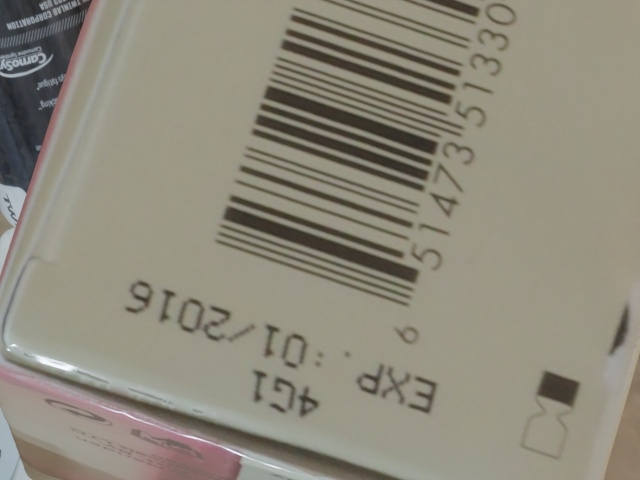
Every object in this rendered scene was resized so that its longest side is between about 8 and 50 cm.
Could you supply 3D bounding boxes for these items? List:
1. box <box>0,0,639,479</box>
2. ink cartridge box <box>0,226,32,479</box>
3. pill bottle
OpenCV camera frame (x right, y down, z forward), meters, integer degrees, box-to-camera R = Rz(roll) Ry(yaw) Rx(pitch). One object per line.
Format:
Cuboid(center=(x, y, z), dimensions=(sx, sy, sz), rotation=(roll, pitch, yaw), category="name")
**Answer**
Cuboid(center=(0.000, 0.000, 0.487), dimensions=(0.127, 0.232, 0.148), rotation=(18, 75, -3), category="box")
Cuboid(center=(-0.171, 0.113, 1.427), dimensions=(0.091, 0.385, 0.308), rotation=(-3, 68, -21), category="ink cartridge box")
Cuboid(center=(-0.145, -0.089, 1.102), dimensions=(0.130, 0.130, 0.245), rotation=(-27, 120, -17), category="pill bottle")
